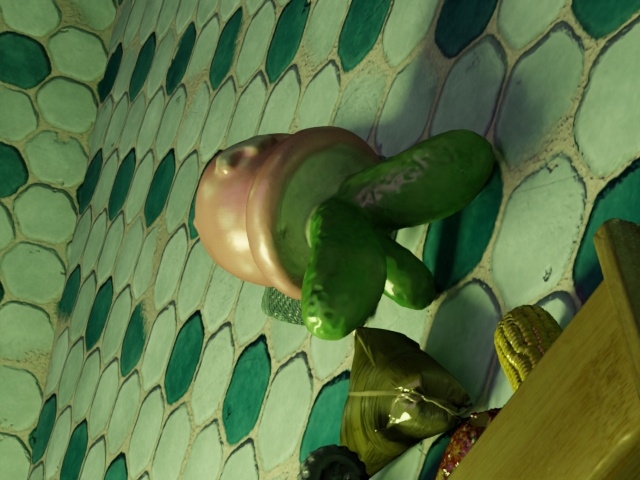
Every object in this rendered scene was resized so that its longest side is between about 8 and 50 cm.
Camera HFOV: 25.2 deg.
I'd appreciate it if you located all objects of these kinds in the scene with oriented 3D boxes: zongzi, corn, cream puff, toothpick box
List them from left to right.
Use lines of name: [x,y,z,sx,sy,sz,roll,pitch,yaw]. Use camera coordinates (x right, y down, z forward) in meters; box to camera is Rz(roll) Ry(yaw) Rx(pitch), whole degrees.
zongzi: [0.079,0.216,1.547,0.205,0.094,0.204,-144,69,-68]
cream puff: [0.159,0.220,1.354,0.149,0.084,0.149,-48,31,43]
corn: [0.210,0.136,1.310,0.072,0.072,0.203,-61,24,27]
toothpick box: [0.235,0.165,1.090,0.190,0.187,0.308,-96,27,-45]

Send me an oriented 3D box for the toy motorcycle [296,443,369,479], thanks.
toy motorcycle: [0.030,0.352,1.479,0.106,0.159,0.270,-17,61,47]

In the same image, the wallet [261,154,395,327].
wallet: [0.000,0.000,1.948,0.342,0.075,0.237,-177,101,-68]

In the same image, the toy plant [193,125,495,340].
toy plant: [0.001,-0.010,1.668,0.356,0.211,0.317,15,50,46]
